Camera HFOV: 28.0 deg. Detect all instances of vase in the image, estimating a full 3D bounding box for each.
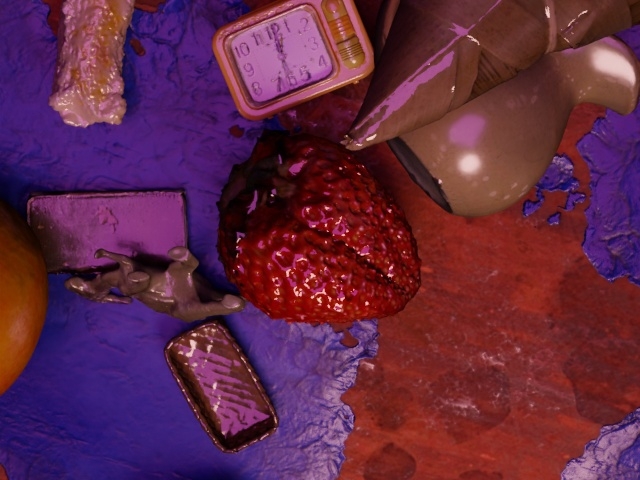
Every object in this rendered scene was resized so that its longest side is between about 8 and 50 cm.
[{"bbox_3d":[0.211,-0.222,1.689,0.302,0.241,0.329,-38,85,-3],"label":"vase"}]

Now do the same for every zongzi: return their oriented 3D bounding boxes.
[{"bbox_3d":[0.126,-0.410,1.525,0.466,0.218,0.500,-26,77,-13],"label":"zongzi"}]

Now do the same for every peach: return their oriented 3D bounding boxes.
[{"bbox_3d":[-0.511,0.083,1.716,0.307,0.308,0.333,-4,66,4],"label":"peach"}]

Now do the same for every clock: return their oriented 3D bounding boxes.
[{"bbox_3d":[-0.035,-0.259,1.753,0.202,0.096,0.143,-22,101,7],"label":"clock"}]

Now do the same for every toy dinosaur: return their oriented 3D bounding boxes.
[{"bbox_3d":[-0.213,0.064,1.793,0.294,0.162,0.077,15,71,4],"label":"toy dinosaur"}]

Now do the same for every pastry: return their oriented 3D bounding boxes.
[{"bbox_3d":[-0.306,-0.285,1.764,0.121,0.089,0.259,6,100,-1],"label":"pastry"}]

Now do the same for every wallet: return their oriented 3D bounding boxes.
[{"bbox_3d":[-0.305,-0.012,1.838,0.232,0.031,0.122,-1,95,1],"label":"wallet"}]

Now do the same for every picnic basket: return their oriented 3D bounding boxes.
[{"bbox_3d":[-0.141,0.207,1.852,0.110,0.055,0.193,-27,96,6],"label":"picnic basket"}]

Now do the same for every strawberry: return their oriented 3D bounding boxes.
[{"bbox_3d":[0.000,0.000,1.721,0.288,0.238,0.250,23,79,-12],"label":"strawberry"}]
